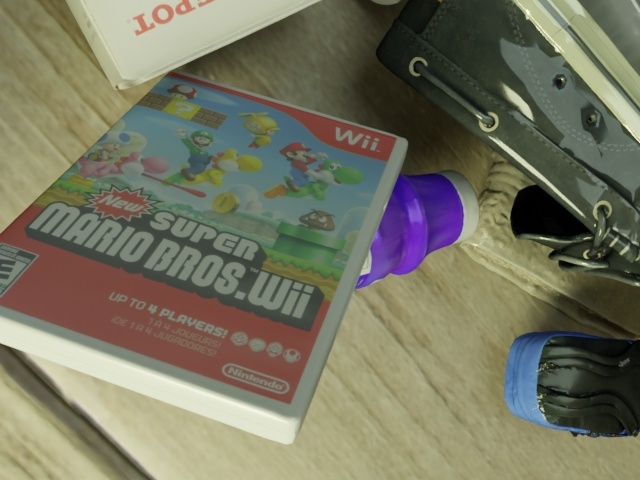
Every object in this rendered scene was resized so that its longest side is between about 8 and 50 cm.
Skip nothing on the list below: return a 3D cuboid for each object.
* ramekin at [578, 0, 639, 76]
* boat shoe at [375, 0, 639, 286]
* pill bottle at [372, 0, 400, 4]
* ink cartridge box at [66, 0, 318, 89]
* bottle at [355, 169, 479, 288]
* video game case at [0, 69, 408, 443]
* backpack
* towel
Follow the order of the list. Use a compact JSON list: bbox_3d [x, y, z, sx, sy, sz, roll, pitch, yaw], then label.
[{"bbox_3d":[0.316,-0.237,0.747,0.273,0.127,0.272,11,68,-28],"label":"ramekin"},{"bbox_3d":[0.244,-0.040,0.630,0.156,0.187,0.500,-42,97,16],"label":"boat shoe"},{"bbox_3d":[0.104,-0.304,0.684,0.103,0.103,0.184,48,65,-14],"label":"pill bottle"},{"bbox_3d":[-0.120,-0.276,0.521,0.207,0.117,0.283,-29,106,-14],"label":"ink cartridge box"},{"bbox_3d":[0.000,0.000,0.586,0.283,0.118,0.092,-14,91,-28],"label":"bottle"},{"bbox_3d":[-0.068,-0.017,0.481,0.204,0.025,0.285,18,40,7],"label":"video game case"},{"bbox_3d":[0.233,0.137,0.697,0.120,0.101,0.098,8,78,-22],"label":"backpack"},{"bbox_3d":[0.282,-0.016,0.772,0.282,0.049,0.187,28,71,-20],"label":"towel"}]
